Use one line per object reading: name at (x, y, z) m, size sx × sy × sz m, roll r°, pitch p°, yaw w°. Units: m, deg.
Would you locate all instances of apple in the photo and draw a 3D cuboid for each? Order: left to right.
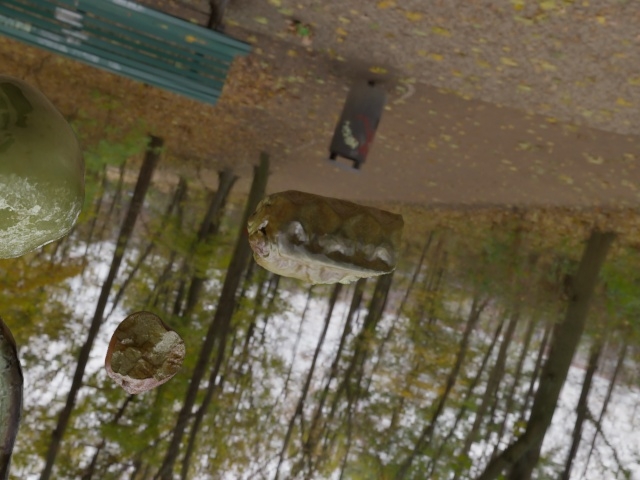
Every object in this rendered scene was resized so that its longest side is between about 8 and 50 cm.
apple at (-0.616, -0.133, 1.462) m, size 0.358 × 0.357 × 0.357 m, roll 16°, pitch 179°, yaw 0°
apple at (-0.376, 0.239, 1.646) m, size 0.156 × 0.158 × 0.147 m, roll 45°, pitch 163°, yaw -9°

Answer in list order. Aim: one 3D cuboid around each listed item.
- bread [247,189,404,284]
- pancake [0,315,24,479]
bread at (0.000, 0.000, 0.575) m, size 0.111 × 0.066 × 0.060 m, roll 11°, pitch -144°, yaw -12°
pancake at (-0.565, 0.248, 1.231) m, size 0.067 × 0.426 × 0.305 m, roll 9°, pitch -170°, yaw 10°
